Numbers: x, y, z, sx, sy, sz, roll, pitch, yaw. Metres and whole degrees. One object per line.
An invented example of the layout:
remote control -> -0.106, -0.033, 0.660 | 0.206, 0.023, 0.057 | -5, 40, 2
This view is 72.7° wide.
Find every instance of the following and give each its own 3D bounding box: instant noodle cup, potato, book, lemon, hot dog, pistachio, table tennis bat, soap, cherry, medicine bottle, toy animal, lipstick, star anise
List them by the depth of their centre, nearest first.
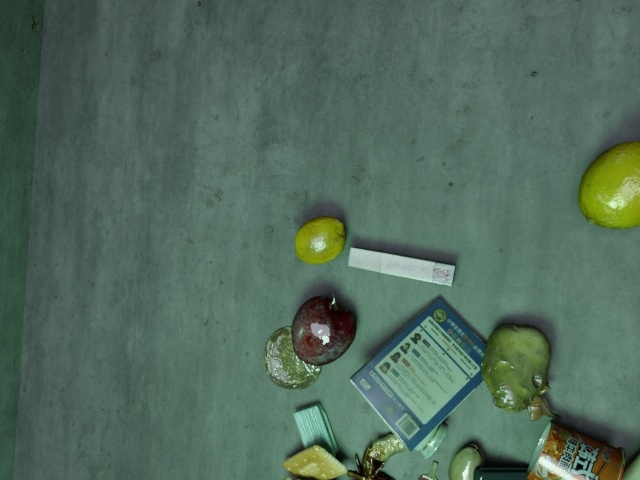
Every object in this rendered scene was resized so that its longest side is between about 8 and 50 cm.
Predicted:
lemon -> 0.887, -0.158, 1.257 | 0.236, 0.236, 0.263 | 38, 123, 16
instant noodle cup -> 0.755, 0.681, 1.305 | 0.192, 0.250, 0.250 | 25, 98, 29
potato -> 0.607, 0.391, 1.360 | 0.191, 0.141, 0.296 | 18, 55, 19
toy animal -> 0.673, 0.524, 1.410 | 0.188, 0.089, 0.179 | 48, 109, 14
pistachio -> 0.494, 0.775, 1.449 | 0.124, 0.124, 0.185 | 12, 94, 19
book -> 0.350, 0.437, 1.459 | 0.428, 0.039, 0.300 | -39, 74, -9
medicine bottle -> 0.345, 0.647, 1.491 | 0.143, 0.147, 0.147 | 35, 101, 13
table tennis bat -> 0.391, 0.859, 1.546 | 0.087, 0.013, 0.156 | 14, 96, 21
lipstick -> 0.285, 0.089, 1.549 | 0.371, 0.080, 0.076 | 10, 94, 19
hot dog -> 0.250, 0.738, 1.565 | 0.169, 0.061, 0.078 | -20, 78, -4
star anise -> 0.170, 0.872, 1.573 | 0.196, 0.111, 0.212 | 32, 69, -2
cherry -> 0.003, 0.336, 1.588 | 0.230, 0.203, 0.300 | 31, 108, 4
lemon -> 0.000, 0.000, 1.607 | 0.207, 0.170, 0.170 | -20, 83, 15
soap -> -0.018, 0.732, 1.664 | 0.114, 0.063, 0.198 | -22, 83, 18

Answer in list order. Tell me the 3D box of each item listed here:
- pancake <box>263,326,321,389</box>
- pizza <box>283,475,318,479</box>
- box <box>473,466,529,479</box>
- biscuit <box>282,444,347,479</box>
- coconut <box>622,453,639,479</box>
pancake -> -0.118, 0.470, 1.717 | 0.250, 0.031, 0.250 | 0, 89, 19
pizza -> 0.012, 0.976, 1.610 | 0.223, 0.089, 0.323 | -36, 99, 29
box -> 0.595, 0.810, 1.389 | 0.230, 0.050, 0.160 | 6, 85, -13
biscuit -> -0.026, 0.844, 1.616 | 0.160, 0.030, 0.250 | 41, 128, -5
coconut -> 1.000, 0.704, 1.218 | 0.239, 0.239, 0.244 | 34, 103, 17
